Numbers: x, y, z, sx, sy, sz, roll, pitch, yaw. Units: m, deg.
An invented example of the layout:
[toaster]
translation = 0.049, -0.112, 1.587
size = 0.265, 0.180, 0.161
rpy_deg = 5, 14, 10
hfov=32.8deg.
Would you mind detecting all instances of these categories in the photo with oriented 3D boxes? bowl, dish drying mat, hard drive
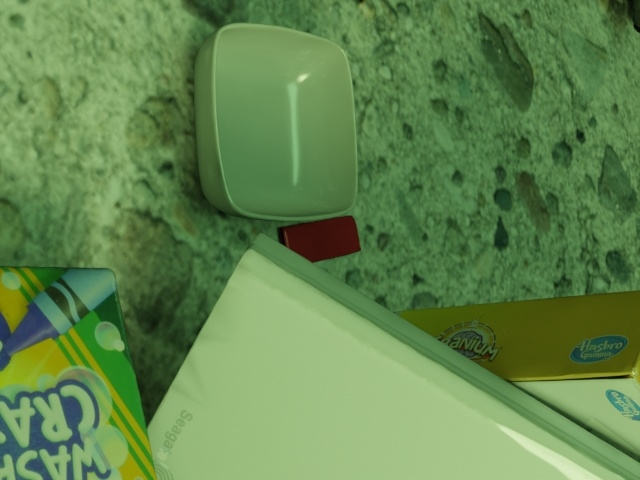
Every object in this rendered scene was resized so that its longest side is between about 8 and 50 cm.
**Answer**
[bowl]
translation = -0.039, -0.082, 0.800
size = 0.142, 0.053, 0.142
rpy_deg = 0, 85, -47
[dish drying mat]
translation = 0.000, 0.000, 0.862
size = 0.083, 0.008, 0.032
rpy_deg = -11, 93, -45
[hard drive]
translation = 0.046, 0.157, 0.660
size = 0.307, 0.203, 0.040
rpy_deg = 31, 24, 1

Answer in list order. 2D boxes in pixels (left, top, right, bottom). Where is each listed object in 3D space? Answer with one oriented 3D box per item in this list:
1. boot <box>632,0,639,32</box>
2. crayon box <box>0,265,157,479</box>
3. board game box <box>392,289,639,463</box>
[boot]
translation = 0.328, -0.311, 1.169
size = 0.338, 0.118, 0.223
rpy_deg = -51, 126, -31
[crayon box]
translation = -0.175, 0.173, 0.542
size = 0.203, 0.083, 0.323
rpy_deg = 3, 66, -46
[board game box]
translation = 0.133, 0.145, 0.759
size = 0.242, 0.316, 0.064
rpy_deg = 50, 51, -30
